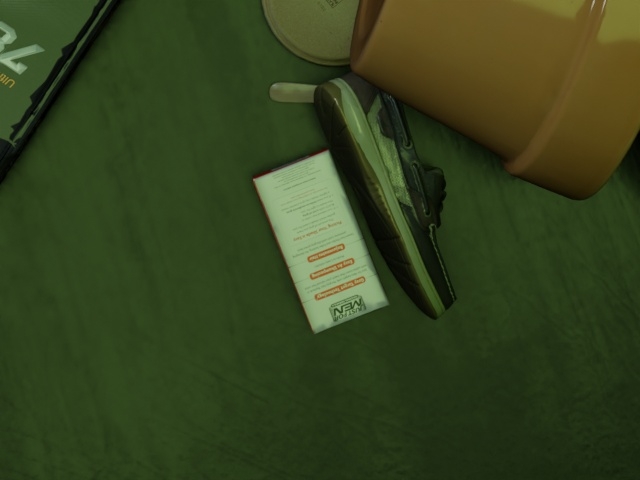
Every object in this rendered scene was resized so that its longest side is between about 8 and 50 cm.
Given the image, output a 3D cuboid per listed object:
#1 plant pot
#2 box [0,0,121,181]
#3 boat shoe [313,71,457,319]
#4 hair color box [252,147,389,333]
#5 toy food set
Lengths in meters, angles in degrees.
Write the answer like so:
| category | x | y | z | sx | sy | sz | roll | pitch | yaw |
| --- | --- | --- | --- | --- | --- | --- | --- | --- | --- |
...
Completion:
| category | x | y | z | sx | sy | sz | roll | pitch | yaw |
| --- | --- | --- | --- | --- | --- | --- | --- | --- | --- |
| plant pot | 0.147 | -0.195 | 1.486 | 0.203 | 0.291 | 0.291 | 15 | 94 | -8 |
| box | -0.315 | -0.231 | 1.569 | 0.295 | 0.073 | 0.293 | 35 | 95 | -4 |
| boat shoe | 0.071 | -0.042 | 1.603 | 0.073 | 0.080 | 0.224 | -29 | 105 | -12 |
| hair color box | 0.000 | 0.000 | 1.625 | 0.072 | 0.043 | 0.141 | -21 | 95 | -1 |
| toy food set | 0.017 | -0.207 | 1.616 | 0.132 | 0.038 | 0.192 | 4 | 106 | 2 |
